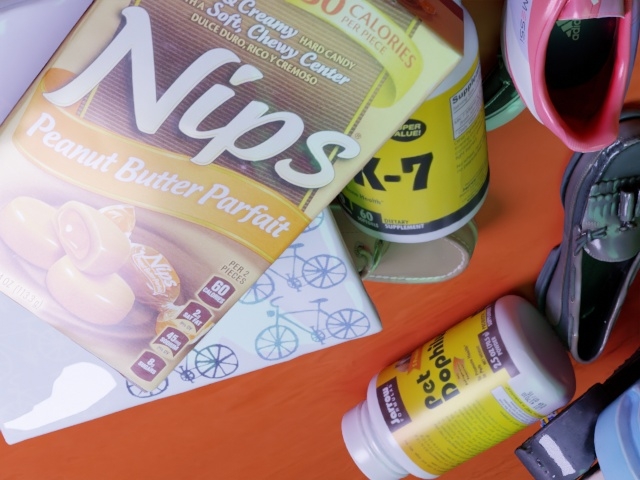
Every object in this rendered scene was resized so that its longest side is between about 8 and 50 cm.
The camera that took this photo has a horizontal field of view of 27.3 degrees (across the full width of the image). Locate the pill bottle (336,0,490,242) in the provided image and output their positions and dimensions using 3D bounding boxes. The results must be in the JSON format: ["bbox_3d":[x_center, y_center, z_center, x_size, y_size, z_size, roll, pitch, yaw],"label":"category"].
[{"bbox_3d":[0.054,-0.105,0.925,0.119,0.119,0.208,-14,139,0],"label":"pill bottle"}]

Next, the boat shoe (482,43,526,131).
[{"bbox_3d":[0.154,-0.139,0.978,0.040,0.049,0.142,31,119,-29],"label":"boat shoe"}]

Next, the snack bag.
[{"bbox_3d":[-0.157,-0.025,0.919,0.323,0.037,0.343,-16,120,9],"label":"snack bag"}]

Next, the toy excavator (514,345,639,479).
[{"bbox_3d":[0.457,0.106,1.175,0.433,0.222,0.445,-30,166,-39],"label":"toy excavator"}]

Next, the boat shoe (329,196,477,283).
[{"bbox_3d":[0.000,0.000,1.054,0.302,0.098,0.109,13,133,-29],"label":"boat shoe"}]

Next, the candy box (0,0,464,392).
[{"bbox_3d":[-0.082,-0.071,0.813,0.183,0.087,0.316,36,117,-15],"label":"candy box"}]

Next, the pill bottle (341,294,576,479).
[{"bbox_3d":[0.128,0.150,1.261,0.215,0.117,0.117,-35,137,23],"label":"pill bottle"}]

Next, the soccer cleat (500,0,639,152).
[{"bbox_3d":[0.161,-0.204,0.821,0.108,0.116,0.318,-9,130,-1],"label":"soccer cleat"}]

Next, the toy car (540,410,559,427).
[{"bbox_3d":[0.207,0.179,1.381,0.122,0.041,0.060,0,139,-16],"label":"toy car"}]

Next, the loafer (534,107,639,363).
[{"bbox_3d":[0.255,0.004,1.147,0.096,0.084,0.268,-6,141,-10],"label":"loafer"}]
